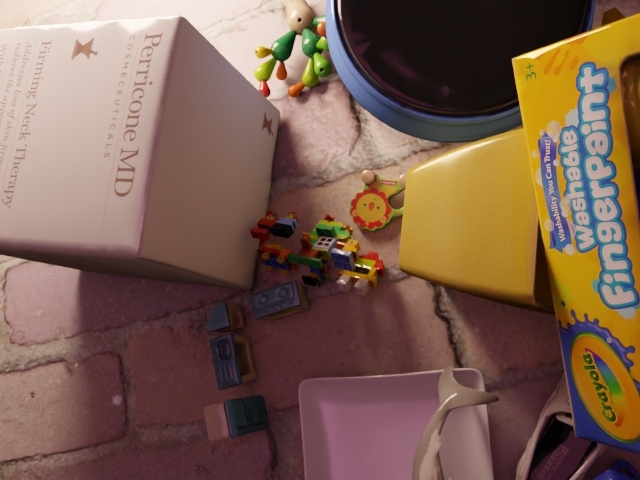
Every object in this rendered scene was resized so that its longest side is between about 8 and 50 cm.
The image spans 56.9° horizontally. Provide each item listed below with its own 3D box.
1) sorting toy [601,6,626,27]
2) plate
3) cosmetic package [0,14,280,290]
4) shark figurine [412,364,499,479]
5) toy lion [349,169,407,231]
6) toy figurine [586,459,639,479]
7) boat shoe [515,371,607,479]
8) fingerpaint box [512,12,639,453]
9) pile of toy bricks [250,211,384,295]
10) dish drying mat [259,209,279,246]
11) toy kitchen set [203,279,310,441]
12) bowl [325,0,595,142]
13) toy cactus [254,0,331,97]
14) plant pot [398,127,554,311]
[{"bbox_3d":[0.459,-0.425,0.874,0.229,0.041,0.306,5,88,23],"label":"sorting toy"},{"bbox_3d":[0.110,0.331,0.851,0.278,0.045,0.276,-8,79,18],"label":"plate"},{"bbox_3d":[-0.321,-0.116,0.935,0.394,0.327,0.329,4,80,21],"label":"cosmetic package"},{"bbox_3d":[0.149,0.316,0.768,0.167,0.116,0.277,-8,85,-16],"label":"shark figurine"},{"bbox_3d":[0.097,-0.060,0.938,0.100,0.034,0.095,8,90,21],"label":"toy lion"},{"bbox_3d":[0.338,0.366,0.709,0.363,0.191,0.217,20,48,-1],"label":"toy figurine"},{"bbox_3d":[0.334,0.229,0.765,0.096,0.088,0.267,35,93,22],"label":"boat shoe"},{"bbox_3d":[0.406,-0.007,0.547,0.371,0.163,0.444,-2,100,57],"label":"fingerpaint box"},{"bbox_3d":[0.000,0.000,0.934,0.213,0.118,0.105,11,45,32],"label":"pile of toy bricks"},{"bbox_3d":[-0.103,-0.011,1.011,0.032,0.008,0.083,43,95,22],"label":"dish drying mat"},{"bbox_3d":[-0.090,0.182,0.909,0.166,0.122,0.206,-18,75,16],"label":"toy kitchen set"},{"bbox_3d":[0.199,-0.340,0.856,0.392,0.077,0.390,0,87,6],"label":"bowl"},{"bbox_3d":[-0.029,-0.351,1.008,0.219,0.112,0.180,-29,62,21],"label":"toy cactus"},{"bbox_3d":[0.224,-0.016,0.800,0.187,0.212,0.212,1,80,34],"label":"plant pot"}]
